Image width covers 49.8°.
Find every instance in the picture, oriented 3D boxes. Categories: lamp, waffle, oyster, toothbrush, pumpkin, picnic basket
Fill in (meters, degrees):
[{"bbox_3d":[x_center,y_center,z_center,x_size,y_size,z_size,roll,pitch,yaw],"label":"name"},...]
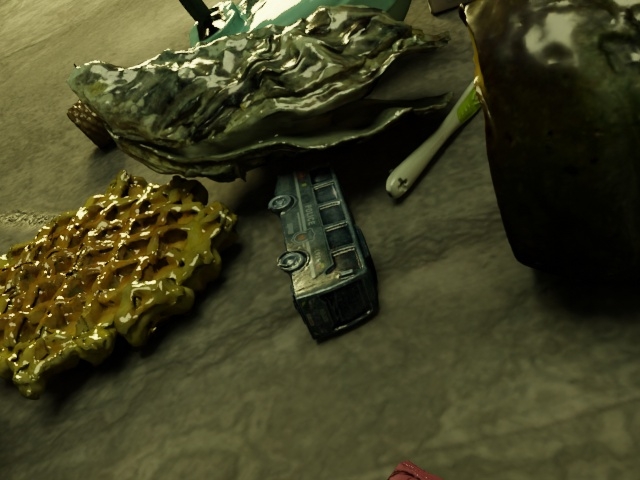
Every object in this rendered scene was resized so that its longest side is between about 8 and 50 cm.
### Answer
[{"bbox_3d":[-0.019,-0.247,0.752,0.283,0.147,0.209,-19,32,-1],"label":"lamp"},{"bbox_3d":[-0.199,0.024,0.604,0.245,0.052,0.254,-42,39,-24],"label":"waffle"},{"bbox_3d":[-0.057,-0.129,0.618,0.350,0.162,0.158,-1,84,7],"label":"oyster"},{"bbox_3d":[0.128,-0.123,0.624,0.026,0.022,0.263,3,43,49],"label":"toothbrush"},{"bbox_3d":[0.171,-0.105,0.436,0.139,0.190,0.281,-13,37,17],"label":"pumpkin"},{"bbox_3d":[-0.261,-0.160,0.849,0.083,0.072,0.072,-47,40,-7],"label":"picnic basket"}]

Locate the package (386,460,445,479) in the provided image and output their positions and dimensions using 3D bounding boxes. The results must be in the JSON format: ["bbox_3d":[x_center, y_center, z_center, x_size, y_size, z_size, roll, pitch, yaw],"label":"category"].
[{"bbox_3d":[0.041,0.144,0.339,0.059,0.029,0.083,6,35,45],"label":"package"}]

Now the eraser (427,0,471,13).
[{"bbox_3d":[0.248,-0.364,0.796,0.287,0.086,0.130,-16,37,12],"label":"eraser"}]

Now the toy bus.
[{"bbox_3d":[0.000,0.000,0.525,0.065,0.047,0.166,-18,36,3],"label":"toy bus"}]
